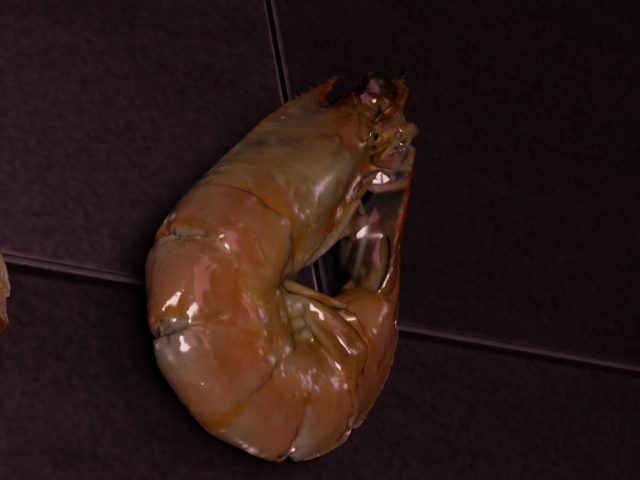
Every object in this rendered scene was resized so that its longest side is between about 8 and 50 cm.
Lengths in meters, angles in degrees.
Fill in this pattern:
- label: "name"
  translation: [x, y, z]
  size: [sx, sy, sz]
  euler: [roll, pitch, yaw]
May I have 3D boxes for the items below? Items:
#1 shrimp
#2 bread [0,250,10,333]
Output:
- label: "shrimp"
  translation: [0.000, 0.000, 0.928]
  size: [0.145, 0.061, 0.267]
  euler: [49, 38, -18]
- label: "bread"
  translation: [-0.167, 0.007, 0.773]
  size: [0.109, 0.062, 0.043]
  euler: [9, 59, -34]
